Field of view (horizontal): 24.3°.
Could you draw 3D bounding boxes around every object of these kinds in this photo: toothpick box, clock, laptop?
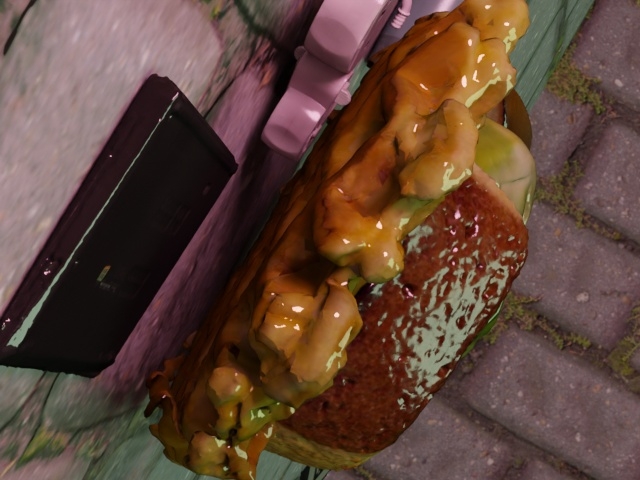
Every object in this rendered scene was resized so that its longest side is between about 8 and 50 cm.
[{"bbox_3d":[0.073,-0.143,0.996,0.083,0.052,0.052,-61,172,-2],"label":"toothpick box"},{"bbox_3d":[0.010,-0.101,0.786,0.129,0.041,0.087,-60,177,36],"label":"clock"},{"bbox_3d":[-0.085,0.005,0.671,0.135,0.016,0.197,-58,172,-3],"label":"laptop"}]

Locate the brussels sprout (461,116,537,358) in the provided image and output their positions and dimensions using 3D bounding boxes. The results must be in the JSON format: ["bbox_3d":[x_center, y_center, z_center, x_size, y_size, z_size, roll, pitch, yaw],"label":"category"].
[{"bbox_3d":[0.070,-0.001,1.163,0.223,0.161,0.223,-38,137,-47],"label":"brussels sprout"}]

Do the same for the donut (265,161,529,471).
[{"bbox_3d":[0.025,0.072,0.971,0.295,0.112,0.151,-49,-166,43],"label":"donut"}]

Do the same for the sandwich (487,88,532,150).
[{"bbox_3d":[0.122,-0.052,1.327,0.096,0.094,0.258,-32,142,-51],"label":"sandwich"}]

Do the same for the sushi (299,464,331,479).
[{"bbox_3d":[0.055,0.046,1.509,0.359,0.064,0.343,-45,153,-45],"label":"sushi"}]

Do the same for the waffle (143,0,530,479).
[{"bbox_3d":[0.000,0.000,0.826,0.302,0.068,0.325,-58,-174,-20],"label":"waffle"}]
